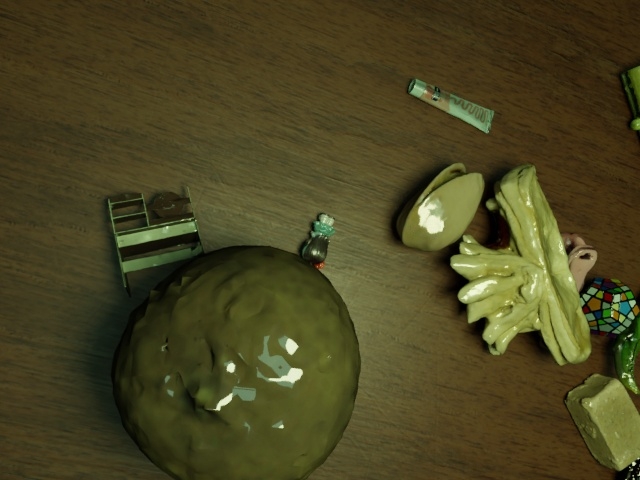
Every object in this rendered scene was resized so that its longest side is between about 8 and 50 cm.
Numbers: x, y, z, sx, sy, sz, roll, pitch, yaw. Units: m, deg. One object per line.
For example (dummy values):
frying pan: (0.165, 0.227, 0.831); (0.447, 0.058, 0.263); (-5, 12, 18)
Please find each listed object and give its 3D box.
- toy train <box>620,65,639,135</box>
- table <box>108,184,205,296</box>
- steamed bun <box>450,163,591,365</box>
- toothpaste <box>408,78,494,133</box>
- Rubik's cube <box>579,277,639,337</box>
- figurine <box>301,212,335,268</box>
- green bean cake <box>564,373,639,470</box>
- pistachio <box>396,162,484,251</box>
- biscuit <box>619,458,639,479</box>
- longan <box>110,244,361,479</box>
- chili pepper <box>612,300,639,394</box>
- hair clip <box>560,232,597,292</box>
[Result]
toy train: (0.826, -0.304, 1.284); (0.189, 0.126, 0.308); (-17, 90, -14)
table: (-0.295, -0.003, 1.006); (0.146, 0.062, 0.176); (-13, 68, -15)
steamed bun: (0.398, 0.085, 1.125); (0.247, 0.189, 0.428); (-34, 104, -56)
toothpaste: (0.287, -0.295, 1.197); (0.205, 0.036, 0.056); (19, 79, -16)
Rubik's cube: (0.624, 0.146, 1.205); (0.132, 0.112, 0.133); (1, 87, -16)
figurine: (0.000, 0.000, 1.097); (0.060, 0.047, 0.106); (38, 66, -45)
green bean cake: (0.626, 0.394, 1.200); (0.109, 0.085, 0.179); (-30, 94, -17)
pistachio: (0.246, -0.063, 1.118); (0.223, 0.152, 0.126); (-40, 52, -21)
biscuit: (0.739, 0.541, 1.217); (0.194, 0.053, 0.195); (-2, 97, -19)
longan: (-0.128, 0.195, 0.877); (0.390, 0.391, 0.392); (1, 85, -14)
chili pepper: (0.734, 0.176, 1.241); (0.085, 0.076, 0.359); (48, 66, -30)
hair clip: (0.549, 0.054, 1.237); (0.123, 0.102, 0.138); (1, 118, -12)
